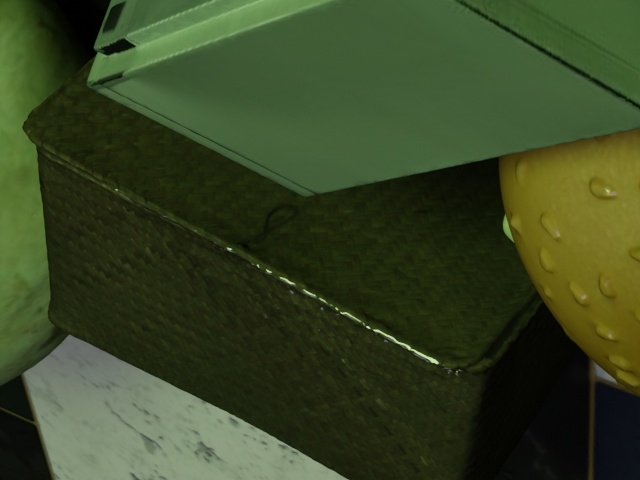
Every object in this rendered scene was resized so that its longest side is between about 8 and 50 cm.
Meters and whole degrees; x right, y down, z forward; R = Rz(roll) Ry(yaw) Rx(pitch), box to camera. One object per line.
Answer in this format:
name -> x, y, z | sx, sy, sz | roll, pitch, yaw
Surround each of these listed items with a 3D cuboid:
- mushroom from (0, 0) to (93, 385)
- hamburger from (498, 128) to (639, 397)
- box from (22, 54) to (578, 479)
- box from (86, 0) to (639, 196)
mushroom -> -0.278, -0.055, 1.052 | 0.352, 0.260, 0.352 | 17, 135, 18
hamburger -> 0.197, -0.034, 0.684 | 0.274, 0.212, 0.274 | 24, 140, 21
box -> 0.000, -0.002, 0.916 | 0.273, 0.184, 0.143 | 27, 140, 18
box -> 0.038, -0.153, 0.649 | 0.117, 0.225, 0.225 | 26, 162, -28
